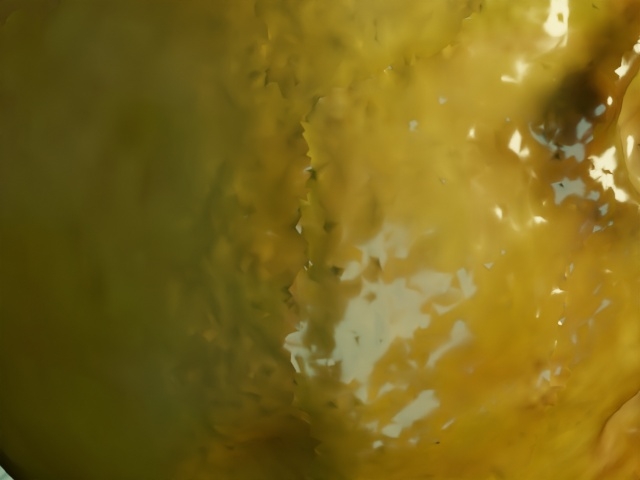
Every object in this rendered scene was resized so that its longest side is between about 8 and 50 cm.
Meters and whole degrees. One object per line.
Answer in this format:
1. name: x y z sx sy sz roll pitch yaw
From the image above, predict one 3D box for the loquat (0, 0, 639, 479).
1. loquat: 0.008 -0.038 0.533 0.276 0.284 0.276 -9 111 -24
